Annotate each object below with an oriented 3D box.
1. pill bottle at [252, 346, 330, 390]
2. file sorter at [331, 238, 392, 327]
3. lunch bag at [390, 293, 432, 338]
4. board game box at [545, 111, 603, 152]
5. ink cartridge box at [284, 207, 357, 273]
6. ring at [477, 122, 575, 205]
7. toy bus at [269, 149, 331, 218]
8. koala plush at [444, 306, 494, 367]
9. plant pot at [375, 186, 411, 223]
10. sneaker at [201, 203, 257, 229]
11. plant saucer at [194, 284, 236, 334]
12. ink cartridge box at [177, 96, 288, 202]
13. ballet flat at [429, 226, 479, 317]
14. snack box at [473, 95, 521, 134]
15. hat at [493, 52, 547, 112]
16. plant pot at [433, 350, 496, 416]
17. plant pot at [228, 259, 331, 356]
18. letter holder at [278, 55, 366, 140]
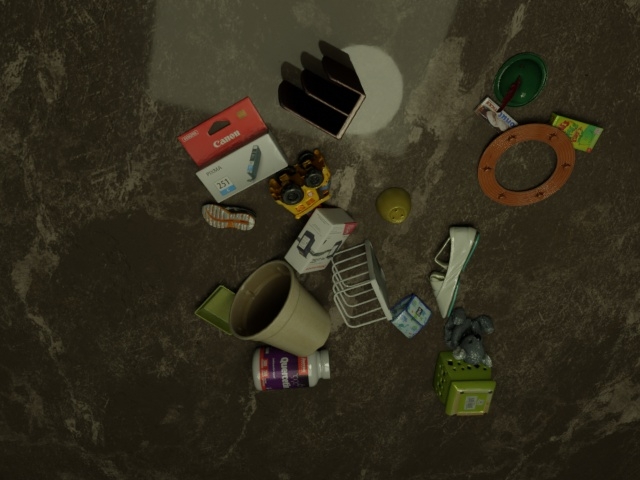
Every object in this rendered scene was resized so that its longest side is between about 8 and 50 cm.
[{"bbox_3d":[-0.124,0.540,2.234,0.323,0.181,0.181,-5,120,0],"label":"pill bottle"},{"bbox_3d":[0.148,0.167,1.974,0.173,0.277,0.192,-20,119,11],"label":"file sorter"},{"bbox_3d":[0.376,0.313,2.180,0.151,0.096,0.129,-44,111,5],"label":"lunch bag"},{"bbox_3d":[0.877,-0.377,1.821,0.181,0.043,0.092,13,119,-10],"label":"board game box"},{"bbox_3d":[0.000,0.000,1.920,0.100,0.172,0.237,46,116,23],"label":"ink cartridge box"},{"bbox_3d":[0.735,-0.258,1.862,0.337,0.032,0.336,1,129,1],"label":"ring"},{"bbox_3d":[-0.038,-0.179,1.849,0.220,0.149,0.211,-34,129,13],"label":"toy bus"},{"bbox_3d":[0.625,0.436,2.184,0.196,0.221,0.203,17,118,-13],"label":"koala plush"},{"bbox_3d":[0.276,-0.115,1.917,0.134,0.095,0.134,-1,121,-2],"label":"plant pot"},{"bbox_3d":[-0.333,-0.090,1.918,0.215,0.083,0.084,15,115,9],"label":"sneaker"},{"bbox_3d":[-0.388,0.277,2.147,0.188,0.045,0.188,36,113,-22],"label":"plant saucer"},{"bbox_3d":[-0.303,-0.306,1.798,0.296,0.066,0.261,-27,119,12],"label":"ink cartridge box"},{"bbox_3d":[0.506,0.117,2.061,0.139,0.139,0.400,9,115,-8],"label":"ballet flat"},{"bbox_3d":[0.612,-0.418,1.797,0.178,0.022,0.064,33,113,-19],"label":"snack box"},{"bbox_3d":[0.663,-0.479,1.670,0.173,0.183,0.208,29,115,-18],"label":"hat"},{"bbox_3d":[0.643,0.644,2.317,0.227,0.207,0.228,0,121,-3],"label":"plant pot"},{"bbox_3d":[-0.133,0.294,2.039,0.334,0.333,0.305,-37,127,18],"label":"plant pot"},{"bbox_3d":[-0.004,-0.463,1.581,0.215,0.301,0.152,25,116,-16],"label":"letter holder"}]
